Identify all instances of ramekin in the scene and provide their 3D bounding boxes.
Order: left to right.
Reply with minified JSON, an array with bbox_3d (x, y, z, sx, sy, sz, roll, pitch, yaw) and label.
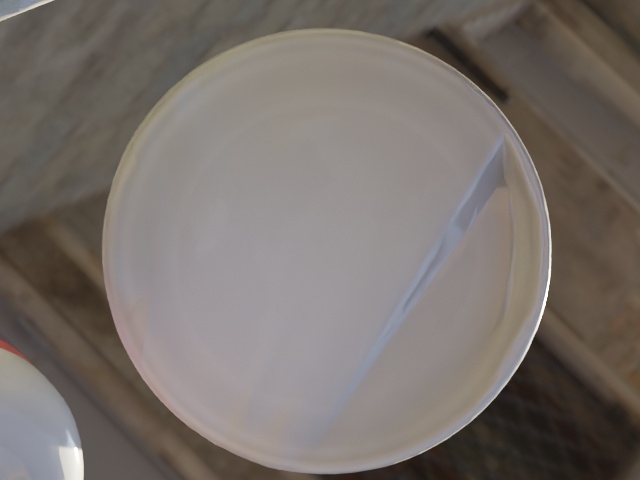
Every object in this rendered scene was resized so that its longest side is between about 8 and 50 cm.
[{"bbox_3d":[0.000,0.000,1.115,0.273,0.273,0.127,-46,-169,3],"label":"ramekin"}]

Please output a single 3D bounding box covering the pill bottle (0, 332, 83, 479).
[{"bbox_3d":[-0.282,0.083,1.016,0.181,0.323,0.181,-19,124,-30],"label":"pill bottle"}]

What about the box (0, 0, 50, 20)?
[{"bbox_3d":[-0.138,-0.212,0.725,0.148,0.232,0.127,-25,136,-13],"label":"box"}]
